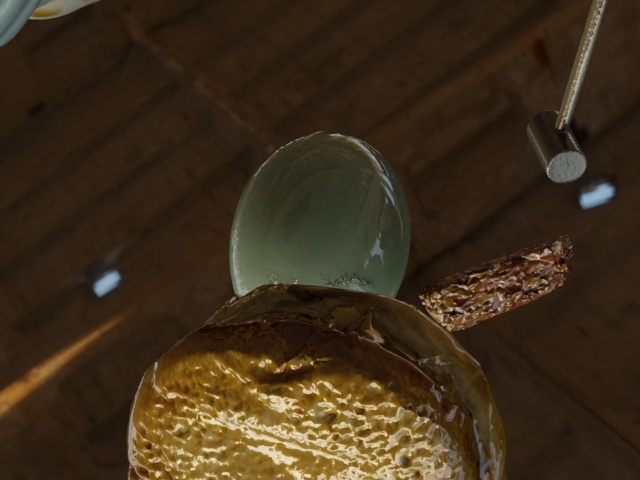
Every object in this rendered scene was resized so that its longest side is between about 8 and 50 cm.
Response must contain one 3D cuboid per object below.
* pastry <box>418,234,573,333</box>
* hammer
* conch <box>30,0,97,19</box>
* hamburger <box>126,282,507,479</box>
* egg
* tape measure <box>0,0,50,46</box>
[{"bbox_3d":[0.190,0.049,1.354,0.169,0.063,0.087,-20,179,6],"label":"pastry"},{"bbox_3d":[0.115,-0.079,0.561,0.019,0.110,0.035,3,-143,-12],"label":"hammer"},{"bbox_3d":[-0.247,-0.286,1.130,0.149,0.183,0.275,31,-159,31],"label":"conch"},{"bbox_3d":[-0.002,0.187,1.001,0.290,0.314,0.170,12,-158,17],"label":"hamburger"},{"bbox_3d":[0.000,0.000,1.458,0.203,0.203,0.283,-9,-134,22],"label":"egg"},{"bbox_3d":[-0.094,-0.154,0.468,0.330,0.164,0.084,-37,-107,-7],"label":"tape measure"}]
